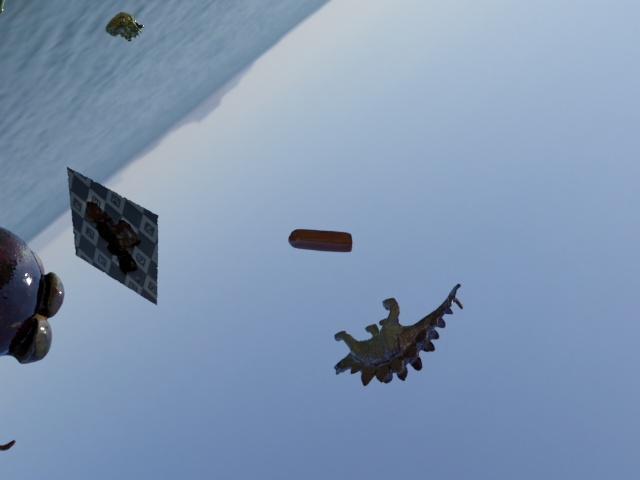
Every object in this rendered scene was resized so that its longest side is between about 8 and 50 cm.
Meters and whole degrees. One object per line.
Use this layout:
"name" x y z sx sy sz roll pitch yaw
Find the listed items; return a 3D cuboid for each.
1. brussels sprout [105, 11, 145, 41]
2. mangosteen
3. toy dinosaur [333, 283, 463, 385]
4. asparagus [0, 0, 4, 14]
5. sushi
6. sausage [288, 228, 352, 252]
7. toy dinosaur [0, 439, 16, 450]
"brussels sprout" -0.429 -0.474 1.648 0.085 0.085 0.058 -138 -116 -76
"mangosteen" -0.469 0.074 1.036 0.210 0.210 0.210 -36 -166 10
"toy dinosaur" 0.083 0.105 0.801 0.209 0.039 0.082 -41 -129 35
"asparagus" -0.495 -0.328 1.103 0.236 0.034 0.027 -49 -135 30
"sushi" -0.551 -0.022 2.076 0.069 0.339 0.320 -39 147 -45
"sausage" 0.000 0.000 1.499 0.039 0.131 0.041 100 -6 -56
"toy dinosaur" -0.907 0.463 1.740 0.432 0.208 0.097 -15 -135 42
